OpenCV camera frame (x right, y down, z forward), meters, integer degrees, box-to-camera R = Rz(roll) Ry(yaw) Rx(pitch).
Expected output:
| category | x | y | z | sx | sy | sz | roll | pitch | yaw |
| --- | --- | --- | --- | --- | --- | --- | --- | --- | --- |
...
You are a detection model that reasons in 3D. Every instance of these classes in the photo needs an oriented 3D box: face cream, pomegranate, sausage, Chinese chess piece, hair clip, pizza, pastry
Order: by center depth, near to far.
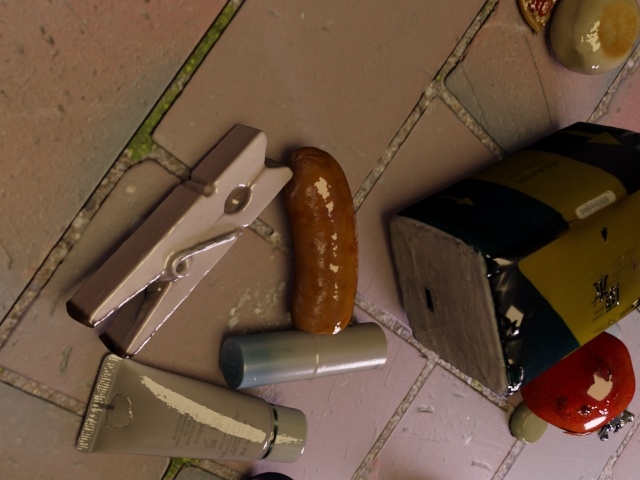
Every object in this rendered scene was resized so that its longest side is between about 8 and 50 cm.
| category | x | y | z | sx | sy | sz | roll | pitch | yaw |
| --- | --- | --- | --- | --- | --- | --- | --- | --- | --- |
| hair clip | -0.175 | -0.005 | 1.008 | 0.331 | 0.085 | 0.101 | -51 | 128 | -15 |
| face cream | -0.168 | 0.254 | 1.109 | 0.314 | 0.089 | 0.143 | 16 | 98 | -28 |
| sausage | 0.001 | 0.000 | 1.114 | 0.108 | 0.109 | 0.271 | -18 | 116 | -27 |
| face cream | -0.020 | 0.167 | 1.171 | 0.250 | 0.077 | 0.077 | -2 | 108 | -34 |
| pizza | 0.339 | -0.387 | 1.239 | 0.099 | 0.029 | 0.100 | 24 | 93 | -35 |
| pastry | 0.447 | -0.347 | 1.286 | 0.156 | 0.092 | 0.157 | -7 | 104 | -30 |
| pomegranate | 0.463 | 0.245 | 1.439 | 0.210 | 0.210 | 0.235 | -68 | 158 | 5 |
| Chinese chess piece | 0.407 | 0.353 | 1.541 | 0.084 | 0.034 | 0.084 | -11 | 111 | -31 |

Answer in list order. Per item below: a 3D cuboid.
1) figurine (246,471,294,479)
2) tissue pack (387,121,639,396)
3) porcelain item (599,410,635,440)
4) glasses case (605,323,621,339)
| category | x | y | z | sx | sy | sz | roll | pitch | yaw |
| --- | --- | --- | --- | --- | --- | --- | --- | --- | --- |
| figurine | -0.104 | 0.457 | 1.203 | 0.222 | 0.145 | 0.145 | -43 | 125 | -1 |
| tissue pack | 0.348 | 0.010 | 1.248 | 0.416 | 0.253 | 0.264 | -27 | 120 | -24 |
| porcelain item | 0.620 | 0.398 | 1.702 | 0.136 | 0.021 | 0.075 | 15 | 102 | -35 |
| glasses case | 0.534 | 0.163 | 1.548 | 0.178 | 0.045 | 0.067 | 39 | 83 | -35 |
